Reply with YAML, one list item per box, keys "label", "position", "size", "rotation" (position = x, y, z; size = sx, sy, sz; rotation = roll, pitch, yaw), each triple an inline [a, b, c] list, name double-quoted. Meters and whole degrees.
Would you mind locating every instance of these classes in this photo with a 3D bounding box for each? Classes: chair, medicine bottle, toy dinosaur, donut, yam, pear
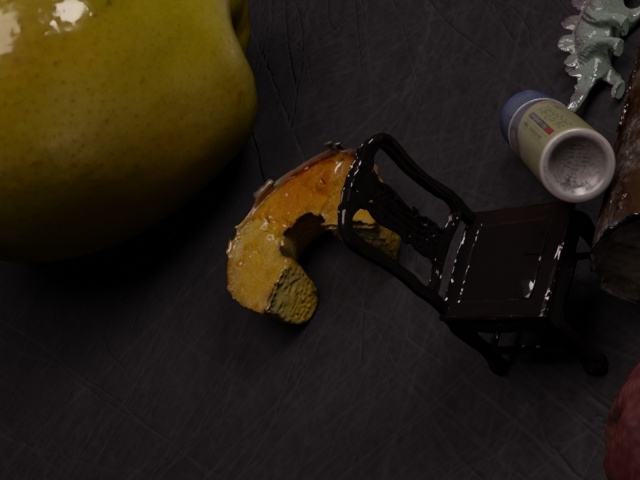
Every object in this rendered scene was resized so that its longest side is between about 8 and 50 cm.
- label: "chair"
  position: [0.128, 0.008, 1.278]
  size: [0.113, 0.229, 0.106]
  rotation: [-7, 56, 40]
- label: "medicine bottle"
  position: [0.188, -0.080, 1.343]
  size: [0.059, 0.059, 0.231]
  rotation: [-41, 11, 6]
- label: "toy dinosaur"
  position: [0.257, -0.199, 1.474]
  size: [0.082, 0.039, 0.209]
  rotation: [12, 67, 46]
- label: "donut"
  position: [-0.004, -0.006, 1.518]
  size: [0.181, 0.078, 0.146]
  rotation: [-40, 40, 17]
- label: "yam"
  position: [0.296, -0.088, 1.296]
  size: [0.131, 0.131, 0.279]
  rotation: [-5, 53, 37]
- label: "pear"
  position: [-0.268, -0.152, 1.647]
  size: [0.418, 0.362, 0.362]
  rotation: [-11, 47, -2]

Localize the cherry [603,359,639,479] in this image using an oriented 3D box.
- label: "cherry"
  position: [0.314, 0.121, 1.047]
  size: [0.307, 0.221, 0.261]
  rotation: [-25, 36, 42]
